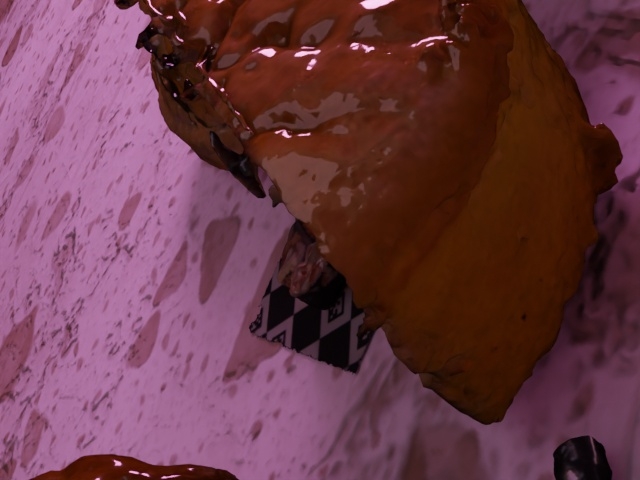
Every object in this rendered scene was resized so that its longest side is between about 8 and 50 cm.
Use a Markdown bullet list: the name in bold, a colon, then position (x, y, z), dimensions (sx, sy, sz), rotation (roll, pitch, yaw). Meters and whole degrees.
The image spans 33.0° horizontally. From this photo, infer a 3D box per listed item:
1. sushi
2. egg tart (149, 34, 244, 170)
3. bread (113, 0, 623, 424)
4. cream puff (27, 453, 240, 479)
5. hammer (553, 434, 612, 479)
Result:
- **sushi**: position (0.000, 0.000, 0.568), dimensions (0.126, 0.026, 0.120), rotation (13, 80, 62)
- **egg tart**: position (-0.036, -0.185, 0.699), dimensions (0.291, 0.107, 0.291), rotation (-39, 37, 38)
- **bread**: position (0.025, -0.067, 0.438), dimensions (0.147, 0.160, 0.260), rotation (-41, 35, 2)
- **cream puff**: position (-0.102, 0.197, 0.444), dimensions (0.269, 0.155, 0.241), rotation (-35, 38, 46)
- **hammer**: position (0.144, 0.040, 0.294), dimensions (0.201, 0.021, 0.078), rotation (-48, 32, 30)
